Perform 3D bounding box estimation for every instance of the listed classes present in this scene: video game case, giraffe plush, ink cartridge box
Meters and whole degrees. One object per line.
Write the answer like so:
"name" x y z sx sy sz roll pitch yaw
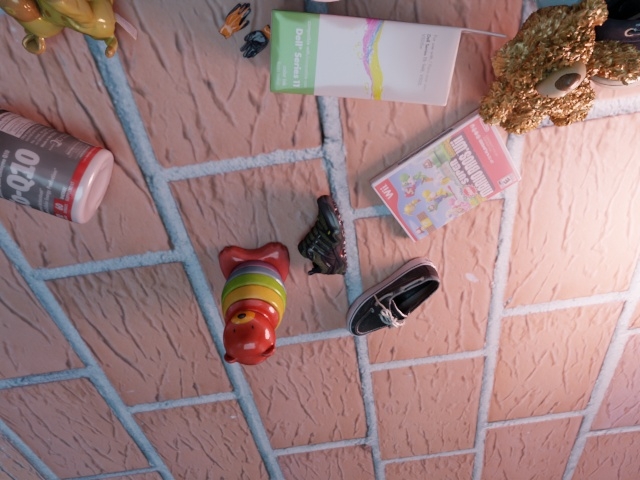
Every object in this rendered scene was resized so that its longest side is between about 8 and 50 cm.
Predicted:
"video game case" 0.286 -0.138 0.945 0.285 0.025 0.204 -33 120 17
"giraffe plush" -0.433 -0.395 0.667 0.171 0.181 0.210 -1 159 8
"ink cartridge box" 0.096 -0.311 0.706 0.354 0.207 0.119 3 118 -5

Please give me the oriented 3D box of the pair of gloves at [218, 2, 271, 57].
"pair of gloves" -0.136 -0.385 0.762 0.074 0.010 0.083 -40 120 19

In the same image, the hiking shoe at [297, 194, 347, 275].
"hiking shoe" 0.000 0.000 0.979 0.114 0.086 0.226 -10 124 -1

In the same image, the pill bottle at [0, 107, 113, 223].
"pill bottle" -0.573 -0.153 0.794 0.284 0.161 0.161 21 119 -17

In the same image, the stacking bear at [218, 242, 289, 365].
"stacking bear" -0.155 0.154 0.948 0.176 0.288 0.164 -5 123 -1

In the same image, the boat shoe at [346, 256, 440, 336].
"boat shoe" 0.190 0.176 1.097 0.306 0.104 0.113 -39 118 20

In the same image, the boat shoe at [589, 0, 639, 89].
"boat shoe" 0.692 -0.446 0.671 0.501 0.186 0.156 -28 141 20

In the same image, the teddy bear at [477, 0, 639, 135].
"teddy bear" 0.404 -0.261 0.727 0.246 0.338 0.112 3 83 9

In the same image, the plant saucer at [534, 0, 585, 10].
"plant saucer" 0.440 -0.461 0.744 0.120 0.021 0.119 -2 124 -3
